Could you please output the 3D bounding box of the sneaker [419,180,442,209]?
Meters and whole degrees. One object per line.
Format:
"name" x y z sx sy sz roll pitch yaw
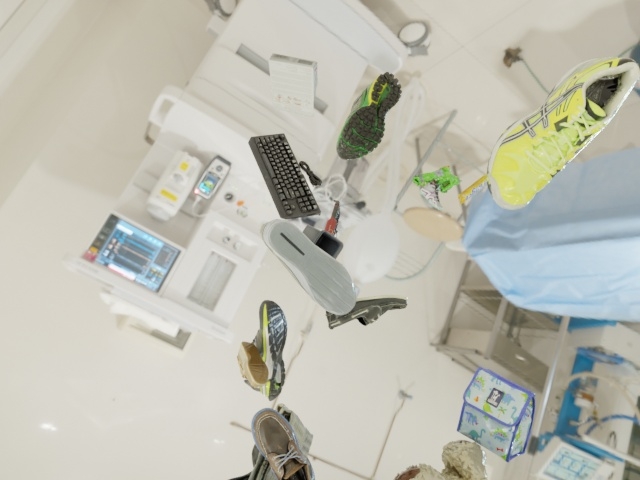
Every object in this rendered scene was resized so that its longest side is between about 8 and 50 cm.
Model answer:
"sneaker" 0.363 -0.148 1.541 0.038 0.069 0.098 5 -141 -54

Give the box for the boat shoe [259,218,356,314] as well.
"boat shoe" -0.026 0.057 1.176 0.302 0.109 0.094 50 169 -21

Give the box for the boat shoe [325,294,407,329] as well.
"boat shoe" 0.127 0.192 1.327 0.233 0.079 0.084 -6 161 -13

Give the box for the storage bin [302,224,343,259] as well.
"storage bin" 0.000 0.000 1.616 0.091 0.098 0.135 33 179 39

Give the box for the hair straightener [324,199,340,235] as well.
"hair straightener" 0.046 -0.069 1.940 0.047 0.230 0.089 4 141 8

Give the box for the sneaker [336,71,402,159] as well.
"sneaker" 0.153 -0.404 1.668 0.134 0.344 0.146 38 159 -17

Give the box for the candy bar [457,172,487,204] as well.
"candy bar" 0.452 -0.159 1.384 0.018 0.161 0.040 52 178 47

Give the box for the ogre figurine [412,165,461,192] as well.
"ogre figurine" 0.465 -0.231 1.916 0.197 0.097 0.118 33 147 -29

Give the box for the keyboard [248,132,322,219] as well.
"keyboard" -0.052 -0.120 0.881 0.108 0.180 0.023 -10 154 -32

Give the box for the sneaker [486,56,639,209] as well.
"sneaker" 0.492 -0.232 1.020 0.145 0.385 0.147 36 -177 -4

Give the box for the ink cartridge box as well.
"ink cartridge box" -0.080 -0.477 1.514 0.145 0.045 0.179 15 146 11

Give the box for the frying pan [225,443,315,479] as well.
"frying pan" -0.133 0.544 1.200 0.326 0.053 0.197 32 -163 -33

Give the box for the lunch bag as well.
"lunch bag" 0.372 0.361 1.032 0.096 0.151 0.128 2 -166 -43

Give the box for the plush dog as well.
"plush dog" 0.234 0.555 0.986 0.262 0.211 0.225 -5 144 -43

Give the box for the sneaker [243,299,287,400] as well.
"sneaker" -0.173 0.313 1.412 0.121 0.300 0.111 9 -166 22

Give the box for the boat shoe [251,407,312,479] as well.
"boat shoe" -0.053 0.363 0.815 0.183 0.066 0.066 62 162 -8

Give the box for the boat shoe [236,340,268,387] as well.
"boat shoe" -0.184 0.339 1.301 0.063 0.059 0.170 21 -164 -27

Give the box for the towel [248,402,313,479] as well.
"towel" -0.108 0.506 0.985 0.056 0.312 0.324 17 153 16
